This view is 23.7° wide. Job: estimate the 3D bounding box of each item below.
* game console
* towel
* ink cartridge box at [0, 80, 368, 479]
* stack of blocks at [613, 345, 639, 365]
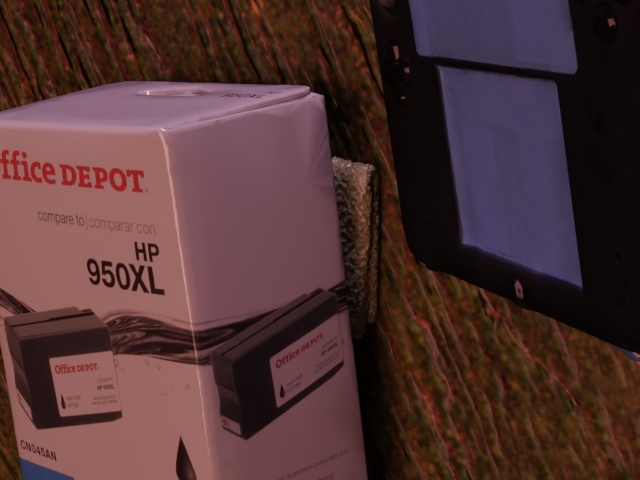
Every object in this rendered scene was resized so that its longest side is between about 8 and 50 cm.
[{"bbox_3d":[0.120,-0.118,0.968,0.386,0.060,0.342,-154,57,-68],"label":"game console"},{"bbox_3d":[0.000,0.000,1.240,0.110,0.027,0.148,15,113,32],"label":"towel"},{"bbox_3d":[-0.125,0.078,1.247,0.285,0.166,0.395,6,108,46],"label":"ink cartridge box"},{"bbox_3d":[0.331,0.041,0.894,0.171,0.087,0.297,35,153,-25],"label":"stack of blocks"}]
